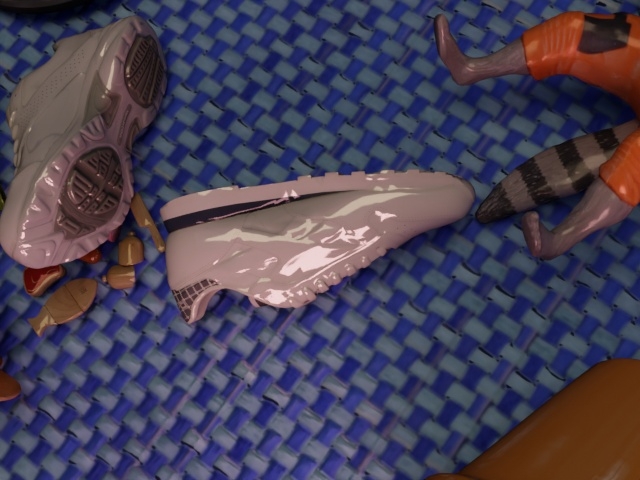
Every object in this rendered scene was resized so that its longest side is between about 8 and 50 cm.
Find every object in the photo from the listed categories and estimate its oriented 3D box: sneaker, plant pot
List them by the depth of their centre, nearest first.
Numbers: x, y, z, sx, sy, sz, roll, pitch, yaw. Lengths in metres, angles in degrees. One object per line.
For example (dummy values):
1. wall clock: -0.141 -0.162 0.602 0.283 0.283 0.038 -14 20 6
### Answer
1. plant pot: 0.164 0.179 0.558 0.205 0.205 0.188 37 67 17
2. sneaker: 0.000 0.000 0.696 0.235 0.090 0.094 -9 84 10
3. sneaker: -0.204 -0.075 0.740 0.115 0.090 0.232 0 52 24

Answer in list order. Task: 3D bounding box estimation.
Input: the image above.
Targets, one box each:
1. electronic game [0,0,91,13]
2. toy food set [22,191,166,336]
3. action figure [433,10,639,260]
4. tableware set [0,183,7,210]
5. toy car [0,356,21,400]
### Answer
1. electronic game: -0.239 -0.306 0.838 0.229 0.048 0.229 -3 72 8
2. toy food set: -0.183 0.016 0.744 0.122 0.019 0.078 -30 71 0
3. action figure: 0.256 -0.139 0.683 0.330 0.178 0.341 -15 44 -3
4. tableware set: -0.279 -0.096 0.758 0.024 0.104 0.154 -22 50 -11
5. toy car: -0.322 0.043 0.700 0.238 0.210 0.219 41 96 -11
